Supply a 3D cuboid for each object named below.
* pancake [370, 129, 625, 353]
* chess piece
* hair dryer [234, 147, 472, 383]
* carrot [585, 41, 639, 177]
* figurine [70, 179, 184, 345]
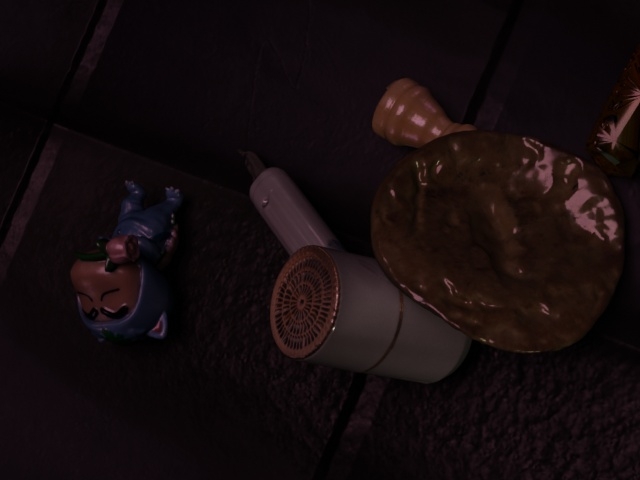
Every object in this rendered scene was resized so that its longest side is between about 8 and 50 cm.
[{"bbox_3d":[0.165,0.003,1.331,0.241,0.050,0.242,3,60,-5],"label":"pancake"},{"bbox_3d":[0.117,-0.107,1.437,0.122,0.066,0.066,32,93,26],"label":"chess piece"},{"bbox_3d":[0.000,0.000,1.440,0.108,0.173,0.357,-59,39,21],"label":"hair dryer"},{"bbox_3d":[0.319,-0.162,1.345,0.069,0.069,0.229,34,95,30],"label":"carrot"},{"bbox_3d":[-0.206,0.017,1.532,0.114,0.144,0.178,3,67,25],"label":"figurine"}]
